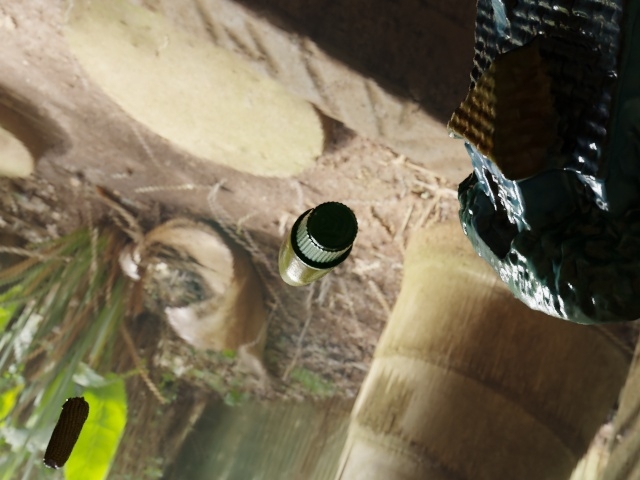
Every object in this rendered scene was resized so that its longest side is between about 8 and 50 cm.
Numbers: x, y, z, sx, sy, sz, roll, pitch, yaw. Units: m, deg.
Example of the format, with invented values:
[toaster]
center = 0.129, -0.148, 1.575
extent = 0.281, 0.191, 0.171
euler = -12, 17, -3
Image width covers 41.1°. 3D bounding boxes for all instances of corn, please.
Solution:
[corn]
center = -0.251, 0.187, 0.844
extent = 0.028, 0.083, 0.027
euler = 0, 132, 13

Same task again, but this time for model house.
[model house]
center = 0.191, -0.111, 0.656
extent = 0.241, 0.226, 0.261
euler = 58, 179, -27

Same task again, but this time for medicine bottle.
[medicine bottle]
center = 0.000, 0.000, 1.013
extent = 0.076, 0.111, 0.309
euler = 30, 172, -3
